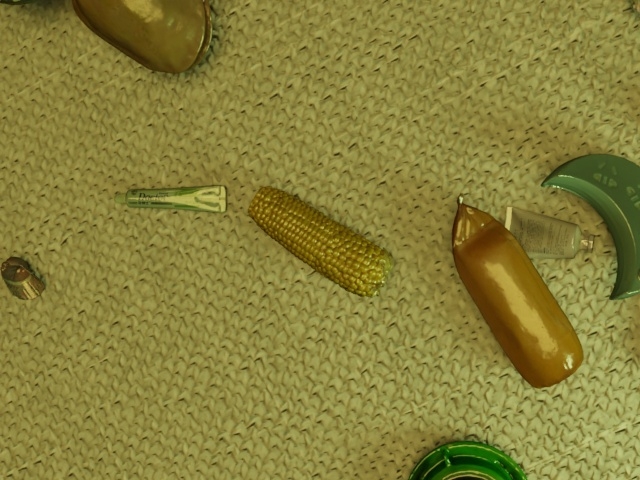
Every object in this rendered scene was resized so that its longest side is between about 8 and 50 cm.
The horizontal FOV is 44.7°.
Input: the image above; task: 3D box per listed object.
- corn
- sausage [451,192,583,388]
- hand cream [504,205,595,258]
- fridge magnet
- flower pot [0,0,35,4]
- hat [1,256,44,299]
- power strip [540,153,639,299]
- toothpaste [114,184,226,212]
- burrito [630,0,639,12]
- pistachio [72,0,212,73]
[{"bbox_3d":[-0.002,0.001,1.273,0.260,0.091,0.091,32,99,11],"label":"corn"},{"bbox_3d":[0.292,0.074,1.221,0.112,0.112,0.328,-31,86,8],"label":"sausage"},{"bbox_3d":[0.363,-0.004,1.242,0.142,0.053,0.084,9,92,24],"label":"hand cream"},{"bbox_3d":[0.237,0.426,1.246,0.208,0.088,0.208,0,92,9],"label":"fridge magnet"},{"bbox_3d":[-0.494,-0.501,1.308,0.235,0.140,0.235,1,93,9],"label":"flower pot"},{"bbox_3d":[-0.532,0.064,1.385,0.058,0.042,0.087,-36,120,11],"label":"hat"},{"bbox_3d":[0.461,-0.024,1.187,0.167,0.054,0.253,-30,85,-15],"label":"power strip"},{"bbox_3d":[-0.259,-0.072,1.340,0.197,0.029,0.048,1,92,6],"label":"toothpaste"},{"bbox_3d":[0.520,-0.447,1.194,0.064,0.064,0.203,11,93,8],"label":"burrito"},{"bbox_3d":[-0.281,-0.400,1.271,0.260,0.163,0.212,36,121,1],"label":"pistachio"}]
